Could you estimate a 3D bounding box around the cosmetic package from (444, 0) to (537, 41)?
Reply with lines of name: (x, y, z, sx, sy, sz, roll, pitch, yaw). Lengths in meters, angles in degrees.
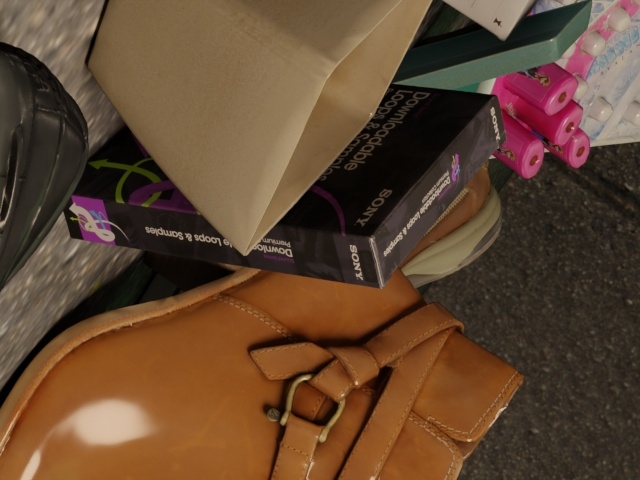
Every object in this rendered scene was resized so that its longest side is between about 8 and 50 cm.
cosmetic package: (0.123, -0.233, 1.015, 0.239, 0.099, 0.060, -59, 171, 33)

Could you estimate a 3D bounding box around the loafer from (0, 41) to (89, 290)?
loafer: (-0.150, 0.036, 0.583, 0.223, 0.076, 0.078, -59, 168, -4)

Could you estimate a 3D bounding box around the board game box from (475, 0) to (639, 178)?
board game box: (0.291, -0.226, 1.193, 0.390, 0.050, 0.390, -8, 128, -44)

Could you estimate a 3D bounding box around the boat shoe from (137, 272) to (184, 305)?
boat shoe: (-0.065, 0.040, 1.135, 0.219, 0.070, 0.078, -57, 173, 14)

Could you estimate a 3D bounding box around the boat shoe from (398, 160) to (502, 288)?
boat shoe: (0.000, 0.000, 1.303, 0.324, 0.123, 0.116, -38, 130, -40)

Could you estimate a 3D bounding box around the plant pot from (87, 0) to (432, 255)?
plant pot: (-0.026, -0.081, 0.739, 0.109, 0.096, 0.109, -49, 171, -43)

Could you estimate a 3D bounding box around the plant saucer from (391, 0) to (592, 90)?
plant saucer: (0.066, -0.100, 1.106, 0.192, 0.018, 0.067, -14, -161, 34)

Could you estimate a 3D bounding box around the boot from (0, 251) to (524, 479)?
boot: (-0.044, 0.114, 1.011, 0.283, 0.220, 0.109, -52, 172, -25)

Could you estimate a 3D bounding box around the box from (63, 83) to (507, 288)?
box: (-0.016, -0.033, 0.823, 0.116, 0.162, 0.029, -49, 138, -42)

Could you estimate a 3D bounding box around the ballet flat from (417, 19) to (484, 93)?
ballet flat: (0.168, -0.154, 1.388, 0.280, 0.095, 0.096, -15, -138, 37)
